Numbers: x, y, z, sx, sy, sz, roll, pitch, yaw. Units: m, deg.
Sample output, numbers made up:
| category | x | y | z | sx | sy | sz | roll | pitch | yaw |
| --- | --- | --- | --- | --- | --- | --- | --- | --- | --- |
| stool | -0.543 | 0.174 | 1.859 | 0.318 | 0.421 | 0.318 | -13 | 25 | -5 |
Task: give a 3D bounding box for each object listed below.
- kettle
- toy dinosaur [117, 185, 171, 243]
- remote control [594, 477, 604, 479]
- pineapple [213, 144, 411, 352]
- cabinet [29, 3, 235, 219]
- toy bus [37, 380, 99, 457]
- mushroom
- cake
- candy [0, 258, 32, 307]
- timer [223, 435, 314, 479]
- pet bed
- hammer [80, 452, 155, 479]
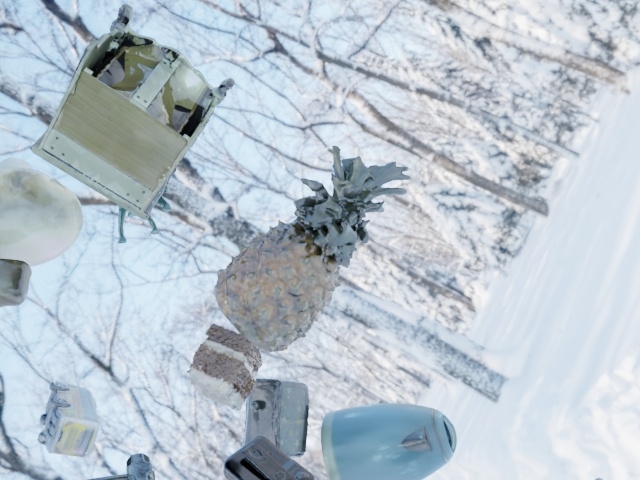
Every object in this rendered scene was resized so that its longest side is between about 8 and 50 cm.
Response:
| category | x | y | z | sx | sy | sz | roll | pitch | yaw |
| --- | --- | --- | --- | --- | --- | --- | --- | --- | --- |
| kettle | 0.213 | 0.565 | 1.723 | 0.319 | 0.342 | 0.246 | 32 | -138 | -69 |
| toy dinosaur | -0.558 | -0.190 | 1.859 | 0.130 | 0.330 | 0.383 | 1 | -30 | -38 |
| remote control | 0.338 | 0.362 | 0.796 | 0.124 | 0.018 | 0.053 | -36 | -43 | -40 |
| pineapple | 0.000 | 0.000 | 0.913 | 0.340 | 0.169 | 0.169 | -46 | -15 | 3 |
| cabinet | -0.404 | -0.277 | 1.353 | 0.318 | 0.290 | 0.227 | -44 | 21 | 37 |
| toy bus | -0.525 | 0.368 | 1.294 | 0.268 | 0.106 | 0.092 | 5 | 76 | 66 |
| mushroom | -0.797 | -0.053 | 1.620 | 0.356 | 0.315 | 0.315 | 0 | 52 | 58 |
| cake | -0.221 | 0.294 | 1.427 | 0.147 | 0.135 | 0.135 | -59 | -24 | -27 |
| candy | -0.815 | 0.102 | 1.459 | 0.102 | 0.234 | 0.104 | 112 | 157 | -50 |
| timer | -0.121 | 0.542 | 1.440 | 0.144 | 0.187 | 0.055 | -24 | -45 | -48 |
| pet bed | -0.137 | 0.481 | 1.674 | 0.159 | 0.183 | 0.210 | 14 | -105 | -33 |
| hammer | -0.449 | 0.399 | 0.971 | 0.111 | 0.366 | 0.043 | -155 | 65 | -69 |
